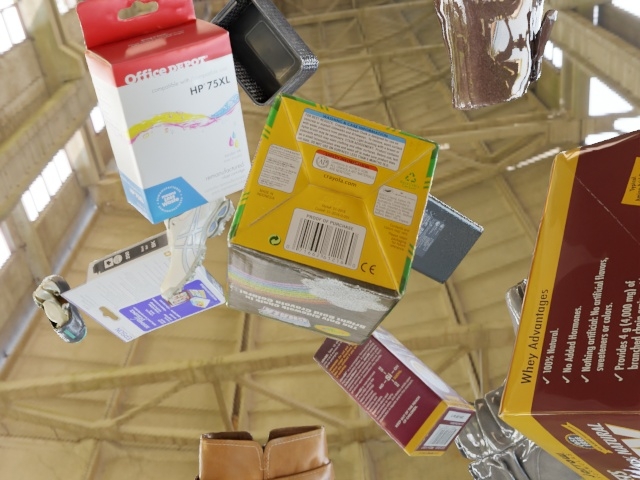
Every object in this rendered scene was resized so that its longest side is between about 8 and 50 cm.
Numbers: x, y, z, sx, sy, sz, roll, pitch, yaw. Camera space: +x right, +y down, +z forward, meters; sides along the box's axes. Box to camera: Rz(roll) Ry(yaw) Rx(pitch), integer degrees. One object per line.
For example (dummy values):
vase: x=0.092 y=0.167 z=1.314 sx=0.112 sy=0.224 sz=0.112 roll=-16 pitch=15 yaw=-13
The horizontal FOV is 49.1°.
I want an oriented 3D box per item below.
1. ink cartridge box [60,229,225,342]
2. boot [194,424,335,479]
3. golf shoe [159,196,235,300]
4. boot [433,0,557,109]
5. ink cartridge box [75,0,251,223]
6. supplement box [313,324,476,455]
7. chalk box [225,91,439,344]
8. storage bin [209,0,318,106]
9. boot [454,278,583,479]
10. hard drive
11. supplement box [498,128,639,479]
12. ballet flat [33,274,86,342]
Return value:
ink cartridge box: x=-0.302 y=0.085 z=1.215 sx=0.208 sy=0.206 sz=0.045 roll=-23 pitch=-126 yaw=5
boot: x=0.003 y=0.299 z=0.717 sx=0.283 sy=0.220 sz=0.109 roll=0 pitch=172 yaw=-4
golf shoe: x=-0.202 y=0.000 z=1.035 sx=0.176 sy=0.086 sz=0.069 roll=-60 pitch=-168 yaw=-6
boot: x=0.113 y=-0.211 z=0.453 sx=0.090 sy=0.207 sz=0.248 roll=1 pitch=-153 yaw=32
ink cartridge box: x=-0.163 y=-0.151 z=0.762 sx=0.134 sy=0.231 sz=0.078 roll=-26 pitch=-142 yaw=-26
supplement box: x=0.095 y=0.187 z=0.916 sx=0.188 sy=0.104 sz=0.081 roll=41 pitch=-82 yaw=34
chalk box: x=0.000 y=0.000 z=0.595 sx=0.132 sy=0.213 sz=0.132 roll=17 pitch=-111 yaw=-2
storage bin: x=-0.107 y=-0.345 z=1.270 sx=0.122 sy=0.180 sz=0.084 roll=-39 pitch=179 yaw=24
boot: x=0.297 y=0.248 z=1.127 sx=0.222 sy=0.338 sz=0.118 roll=-20 pitch=177 yaw=27
hard drive: x=0.140 y=-0.005 z=0.905 sx=0.135 sy=0.094 sz=0.022 roll=27 pitch=-166 yaw=-35
supplement box: x=0.232 y=0.036 z=0.386 sx=0.194 sy=0.129 sz=0.191 roll=-16 pitch=-135 yaw=49
ballet flat: x=-0.533 y=0.125 z=1.410 sx=0.074 sy=0.074 sz=0.203 roll=-23 pitch=-133 yaw=-25
